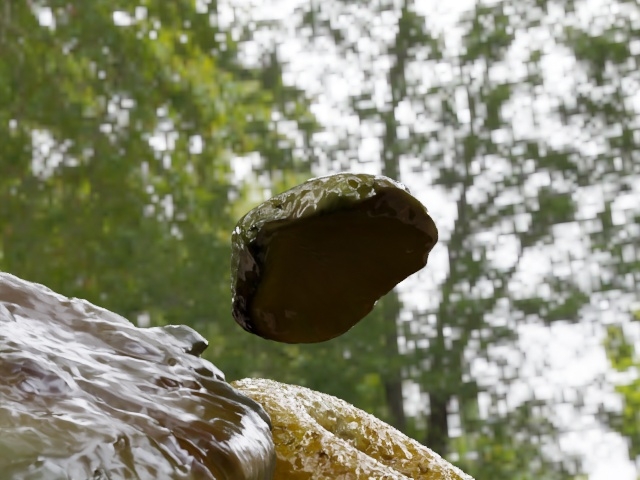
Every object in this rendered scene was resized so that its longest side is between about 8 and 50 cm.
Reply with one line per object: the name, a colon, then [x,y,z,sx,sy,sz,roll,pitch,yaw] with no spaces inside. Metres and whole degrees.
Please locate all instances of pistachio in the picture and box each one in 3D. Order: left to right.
pistachio: [0.000,0.000,0.849,0.089,0.049,0.173,25,-40,-20]

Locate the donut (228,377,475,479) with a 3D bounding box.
donut: [0.017,0.174,0.958,0.253,0.118,0.253,28,0,0]

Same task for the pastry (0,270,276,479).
pastry: [-0.176,0.102,0.761,0.329,0.136,0.329,20,9,-3]
